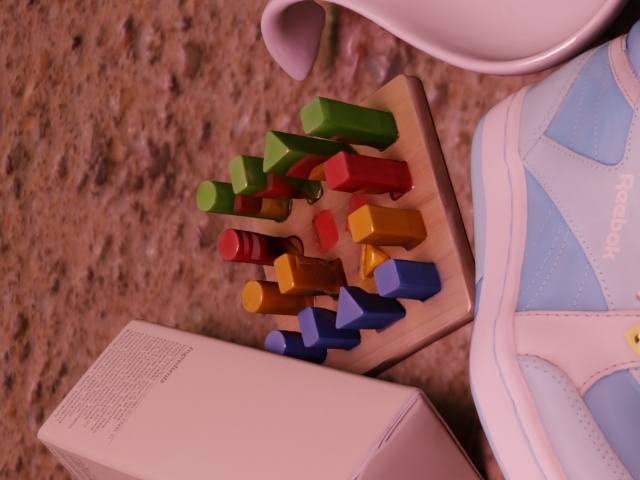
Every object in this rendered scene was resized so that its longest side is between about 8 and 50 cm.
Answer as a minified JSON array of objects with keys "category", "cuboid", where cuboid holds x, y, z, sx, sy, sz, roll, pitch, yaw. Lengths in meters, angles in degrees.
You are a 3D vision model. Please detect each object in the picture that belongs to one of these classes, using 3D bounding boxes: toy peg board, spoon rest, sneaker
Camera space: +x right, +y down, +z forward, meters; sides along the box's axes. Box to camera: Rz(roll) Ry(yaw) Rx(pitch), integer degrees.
[{"category":"toy peg board","cuboid":[0.000,0.000,0.994,0.161,0.079,0.161,-34,61,40]},{"category":"spoon rest","cuboid":[0.064,-0.147,0.922,0.276,0.084,0.137,-6,64,44]},{"category":"sneaker","cuboid":[0.173,0.000,0.723,0.208,0.127,0.319,-40,37,34]}]

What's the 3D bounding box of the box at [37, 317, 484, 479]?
[{"category":"box","cuboid":[-0.043,0.132,0.983,0.275,0.094,0.113,12,55,48]}]
